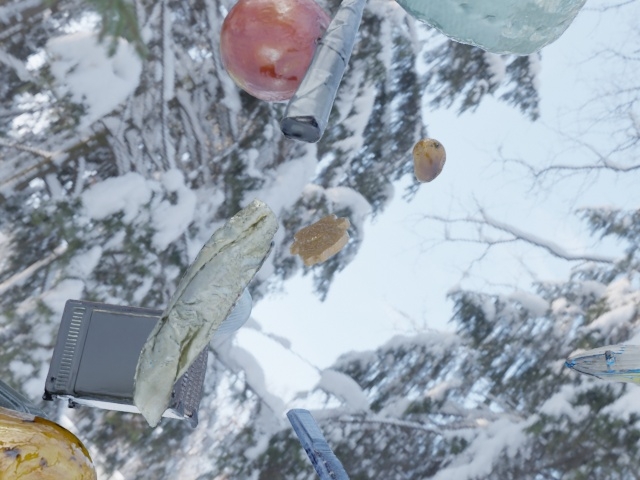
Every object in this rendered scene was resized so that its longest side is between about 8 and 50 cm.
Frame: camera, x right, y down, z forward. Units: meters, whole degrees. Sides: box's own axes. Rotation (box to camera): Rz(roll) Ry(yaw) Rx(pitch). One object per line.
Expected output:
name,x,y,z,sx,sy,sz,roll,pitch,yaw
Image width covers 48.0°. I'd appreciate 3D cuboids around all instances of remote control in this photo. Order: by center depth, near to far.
remote control,0.002,0.297,0.997,0.027,0.043,0.152,-55,-131,22

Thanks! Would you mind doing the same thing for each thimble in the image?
thimble,0.140,-0.282,0.611,0.237,0.237,0.150,43,-40,10

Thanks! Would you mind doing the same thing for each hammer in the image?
hammer,0.030,-0.266,0.798,0.152,0.427,0.044,18,-33,7

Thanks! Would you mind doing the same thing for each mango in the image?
mango,-0.429,0.283,0.912,0.290,0.160,0.191,21,0,18
mango,0.247,-0.182,1.645,0.077,0.063,0.127,21,-39,16

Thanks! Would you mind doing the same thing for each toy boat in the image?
toy boat,0.491,0.198,1.154,0.210,0.084,0.066,2,-47,-6

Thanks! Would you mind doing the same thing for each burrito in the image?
burrito,-0.111,0.062,0.671,0.058,0.230,0.063,31,2,17

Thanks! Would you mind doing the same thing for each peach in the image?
peach,-0.079,-0.420,1.551,0.281,0.281,0.238,20,-60,42

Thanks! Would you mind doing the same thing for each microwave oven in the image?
microwave oven,-0.332,0.221,1.285,0.247,0.178,0.188,6,-22,4

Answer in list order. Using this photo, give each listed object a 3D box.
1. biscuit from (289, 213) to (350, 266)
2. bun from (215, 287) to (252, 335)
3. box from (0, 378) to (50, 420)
biscuit,0.004,-0.002,1.430,0.027,0.133,0.184,64,-12,-21
bun,-0.206,0.119,1.425,0.141,0.140,0.083,61,2,-23
box,-0.614,0.273,1.126,0.367,0.090,0.373,43,4,-13
